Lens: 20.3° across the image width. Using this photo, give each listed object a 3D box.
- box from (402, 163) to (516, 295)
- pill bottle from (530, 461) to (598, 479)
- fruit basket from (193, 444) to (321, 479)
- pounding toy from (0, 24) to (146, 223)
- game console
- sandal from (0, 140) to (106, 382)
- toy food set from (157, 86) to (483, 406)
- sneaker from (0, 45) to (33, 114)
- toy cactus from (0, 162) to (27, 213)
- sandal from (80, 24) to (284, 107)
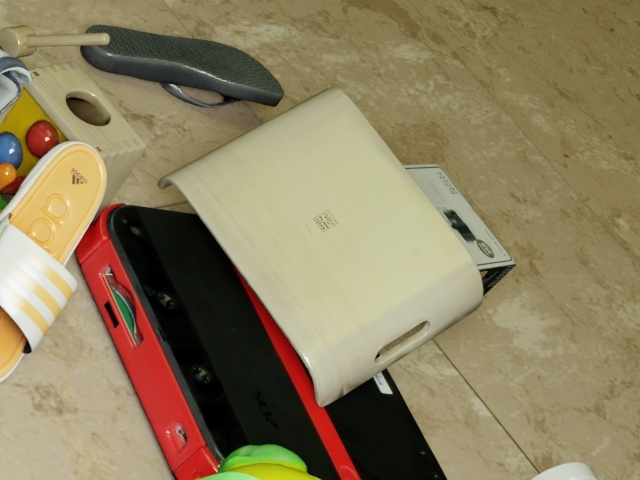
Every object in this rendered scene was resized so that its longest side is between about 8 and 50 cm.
[{"bbox_3d":[0.088,0.001,2.071,0.169,0.087,0.290,53,27,17],"label":"box"},{"bbox_3d":[0.291,0.357,1.815,0.146,0.146,0.264,8,43,-38],"label":"pill bottle"},{"bbox_3d":[-0.023,0.301,1.449,0.392,0.283,0.392,23,56,-38],"label":"fruit basket"},{"bbox_3d":[-0.284,-0.138,1.836,0.206,0.181,0.094,49,34,16],"label":"pounding toy"},{"bbox_3d":[-0.061,0.126,1.856,0.342,0.060,0.387,10,43,-46],"label":"game console"},{"bbox_3d":[-0.264,0.009,1.670,0.102,0.076,0.265,41,60,-28],"label":"sandal"},{"bbox_3d":[0.000,0.000,1.890,0.219,0.092,0.306,-30,72,-22],"label":"toy food set"},{"bbox_3d":[-0.369,-0.174,1.799,0.153,0.099,0.282,40,-4,-5],"label":"sneaker"},{"bbox_3d":[-0.378,-0.070,1.754,0.219,0.112,0.180,8,33,-26],"label":"toy cactus"},{"bbox_3d":[-0.168,-0.204,2.162,0.254,0.054,0.097,12,33,-20],"label":"sandal"}]
